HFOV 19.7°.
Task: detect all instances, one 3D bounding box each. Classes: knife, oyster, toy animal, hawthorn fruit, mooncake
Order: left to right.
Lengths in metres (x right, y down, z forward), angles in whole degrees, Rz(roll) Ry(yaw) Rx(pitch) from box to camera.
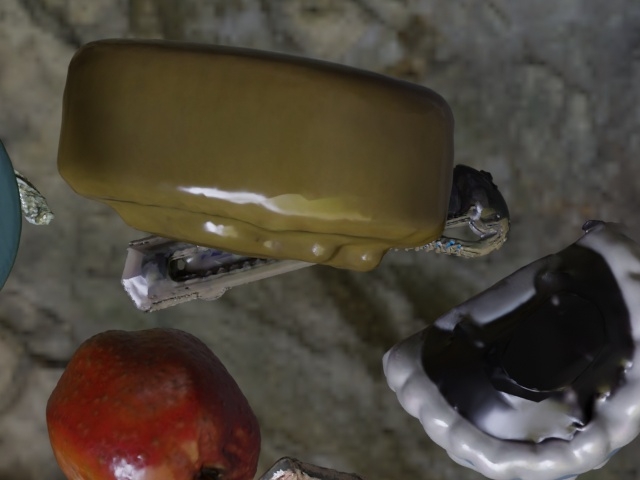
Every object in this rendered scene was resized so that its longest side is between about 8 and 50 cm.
[{"bbox_3d":[-0.322,-0.060,1.848,0.100,0.037,0.098,32,172,45],"label":"oyster"},{"bbox_3d":[-0.154,0.198,1.819,0.253,0.205,0.205,41,138,50],"label":"hawthorn fruit"},{"bbox_3d":[-0.044,-0.049,1.093,0.235,0.235,0.117,-131,48,-88],"label":"mooncake"},{"bbox_3d":[0.001,-0.002,1.639,0.043,0.365,0.089,133,124,-74],"label":"knife"},{"bbox_3d":[0.166,0.099,1.346,0.156,0.208,0.204,62,-178,14],"label":"toy animal"}]

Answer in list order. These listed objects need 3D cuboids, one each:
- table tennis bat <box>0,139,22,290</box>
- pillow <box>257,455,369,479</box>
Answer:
[{"bbox_3d":[-0.236,-0.056,0.938,0.038,0.149,0.237,-25,79,64],"label":"table tennis bat"},{"bbox_3d":[-0.075,0.243,1.459,0.126,0.232,0.043,29,-148,-57],"label":"pillow"}]
